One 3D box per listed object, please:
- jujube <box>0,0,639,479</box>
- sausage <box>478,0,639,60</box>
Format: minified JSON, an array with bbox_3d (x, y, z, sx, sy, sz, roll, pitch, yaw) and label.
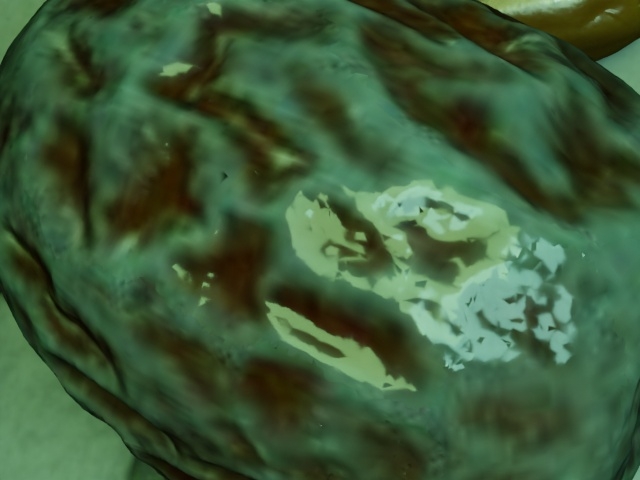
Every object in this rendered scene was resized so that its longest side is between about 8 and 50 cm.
[{"bbox_3d":[0.001,-0.008,0.654,0.308,0.215,0.246,22,55,17],"label":"jujube"},{"bbox_3d":[0.082,-0.106,0.773,0.183,0.054,0.062,-12,75,5],"label":"sausage"}]
